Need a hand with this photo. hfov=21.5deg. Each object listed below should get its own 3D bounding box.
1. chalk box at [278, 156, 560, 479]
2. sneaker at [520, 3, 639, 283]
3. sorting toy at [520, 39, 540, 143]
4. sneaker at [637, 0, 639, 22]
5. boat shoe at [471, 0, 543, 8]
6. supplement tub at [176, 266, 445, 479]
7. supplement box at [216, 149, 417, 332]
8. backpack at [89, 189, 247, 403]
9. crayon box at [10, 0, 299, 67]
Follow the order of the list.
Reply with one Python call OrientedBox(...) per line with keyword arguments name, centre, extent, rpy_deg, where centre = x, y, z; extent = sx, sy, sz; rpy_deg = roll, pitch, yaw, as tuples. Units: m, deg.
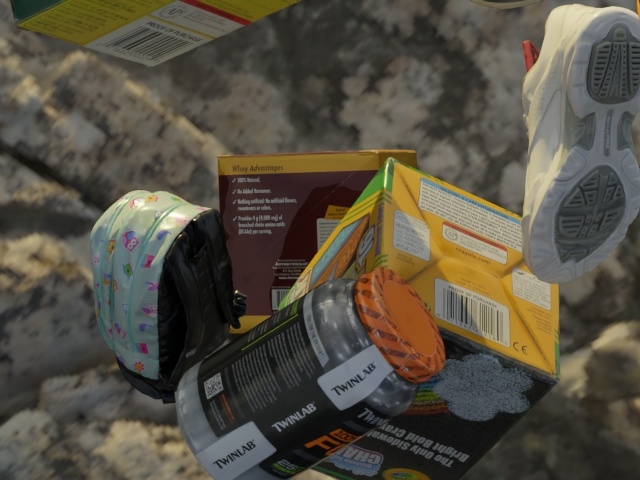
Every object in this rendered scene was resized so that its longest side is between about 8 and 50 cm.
OrientedBox(name="chalk box", centre=(0.063, 0.105, 1.499), extent=(0.180, 0.289, 0.179), rpy_deg=(24, 44, -16))
OrientedBox(name="sneaker", centre=(0.204, -0.082, 1.365), extent=(0.090, 0.115, 0.232), rpy_deg=(5, 107, -21))
OrientedBox(name="sorting toy", centre=(0.261, -0.110, 1.857), extent=(0.274, 0.046, 0.132), rpy_deg=(36, 42, -56))
OrientedBox(name="sneaker", centre=(0.185, -0.081, 0.751), extent=(0.215, 0.083, 0.084), rpy_deg=(40, 43, -22))
OrientedBox(name="boat shoe", centre=(0.347, -0.441, 1.855), extent=(0.156, 0.500, 0.187), rpy_deg=(48, 12, -44))
OrientedBox(name="supplement tub", centre=(-0.007, 0.106, 1.284), extent=(0.117, 0.190, 0.117), rpy_deg=(44, 25, -28))
OrientedBox(name="supplement box", centre=(0.000, 0.000, 1.846), extent=(0.129, 0.191, 0.194), rpy_deg=(-6, 95, -68))
OrientedBox(name="backpack", centre=(-0.150, 0.042, 1.605), extent=(0.115, 0.182, 0.152), rpy_deg=(16, 44, 20))
OrientedBox(name="crayon box", centre=(-0.079, -0.251, 1.405), extent=(0.202, 0.318, 0.081), rpy_deg=(11, 63, -60))
